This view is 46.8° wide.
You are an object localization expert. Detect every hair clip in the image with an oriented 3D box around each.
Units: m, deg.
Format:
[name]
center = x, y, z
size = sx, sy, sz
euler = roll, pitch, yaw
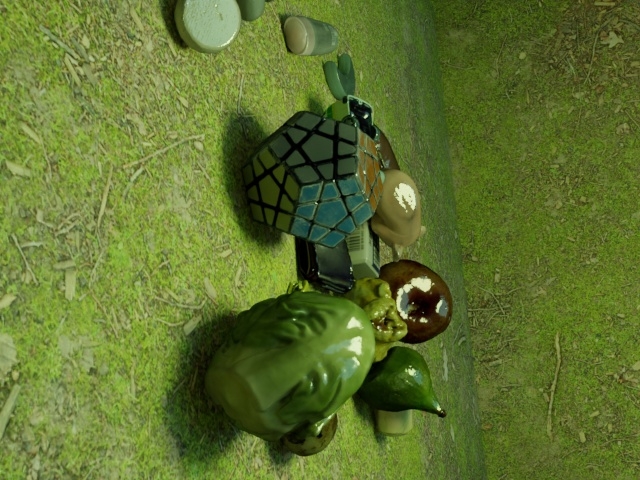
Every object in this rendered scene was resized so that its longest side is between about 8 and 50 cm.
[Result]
[hair clip]
center = -0.026, 0.171, 1.775
size = 0.072, 0.046, 0.173
euler = -66, 143, -50

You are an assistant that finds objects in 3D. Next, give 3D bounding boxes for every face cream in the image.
[face cream]
center = -0.023, -0.572, 2.071
size = 0.269, 0.073, 0.107
euler = -36, 109, -67

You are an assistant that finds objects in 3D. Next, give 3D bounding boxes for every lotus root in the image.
[lotus root]
center = -0.023, 0.385, 1.594
size = 0.214, 0.138, 0.138
euler = 5, 76, -80

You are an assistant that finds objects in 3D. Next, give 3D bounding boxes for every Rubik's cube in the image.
[Rubik's cube]
center = -0.014, -0.135, 1.630
size = 0.319, 0.319, 0.264
euler = 61, 3, -41

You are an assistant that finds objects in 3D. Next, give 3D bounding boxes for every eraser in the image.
[eraser]
center = 0.121, -0.033, 2.192
size = 0.124, 0.081, 0.279
euler = 46, 40, -56

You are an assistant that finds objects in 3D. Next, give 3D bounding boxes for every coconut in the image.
[coconut]
center = 0.212, 0.499, 2.150
size = 0.116, 0.116, 0.122
euler = -12, 98, -69

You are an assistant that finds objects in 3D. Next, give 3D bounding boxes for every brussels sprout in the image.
[brussels sprout]
center = -0.055, 0.217, 1.360
size = 0.247, 0.328, 0.328
euler = 54, 23, 1

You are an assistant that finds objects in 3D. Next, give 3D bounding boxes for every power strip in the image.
[power strip]
center = 0.069, -0.512, 2.323
size = 0.216, 0.044, 0.137
euler = -46, 124, -64

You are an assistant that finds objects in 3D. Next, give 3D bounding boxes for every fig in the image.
[fig]
center = 0.238, 0.419, 2.052
size = 0.235, 0.203, 0.203
euler = 44, 26, -1

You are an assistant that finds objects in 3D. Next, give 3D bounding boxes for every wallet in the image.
[wallet]
center = 0.000, 0.000, 1.908
size = 0.221, 0.071, 0.262
euler = 22, 57, -60

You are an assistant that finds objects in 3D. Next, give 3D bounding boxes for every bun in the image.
[bun]
center = -0.232, -0.436, 1.458
size = 0.138, 0.094, 0.138
euler = -3, 95, -37

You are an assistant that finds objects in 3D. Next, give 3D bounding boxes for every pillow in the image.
[pillow]
center = 0.171, -0.254, 2.292
size = 0.308, 0.108, 0.305
euler = 63, 2, -27

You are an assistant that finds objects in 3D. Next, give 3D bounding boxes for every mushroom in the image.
[mushroom]
center = 0.243, 0.182, 2.237
size = 0.267, 0.254, 0.267
euler = -6, 100, -33

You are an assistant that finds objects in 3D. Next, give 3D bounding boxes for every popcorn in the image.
[popcorn]
center = 0.144, 0.217, 1.979
size = 0.200, 0.203, 0.226
euler = 45, 58, -42

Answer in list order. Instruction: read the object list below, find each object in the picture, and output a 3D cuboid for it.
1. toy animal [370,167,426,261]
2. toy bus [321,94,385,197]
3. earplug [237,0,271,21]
[toy animal]
center = 0.218, -0.087, 2.127
size = 0.166, 0.154, 0.250
euler = -31, 122, -21
[toy bus]
center = 0.070, -0.243, 2.042
size = 0.133, 0.164, 0.276
euler = 12, 68, -52
[earplug]
center = -0.140, -0.615, 1.646
size = 0.325, 0.175, 0.214
euler = -63, 145, -57
